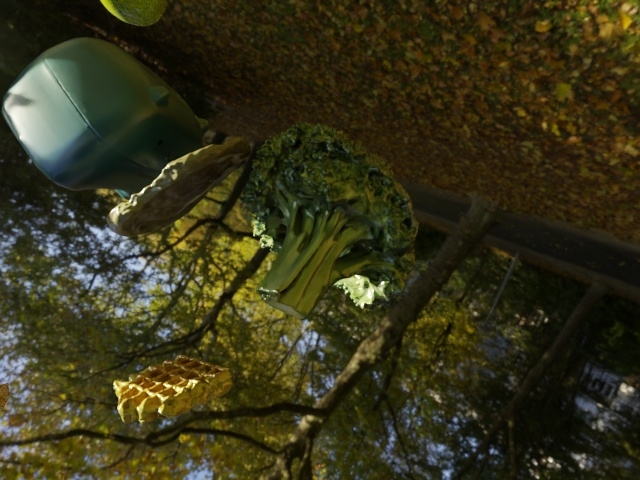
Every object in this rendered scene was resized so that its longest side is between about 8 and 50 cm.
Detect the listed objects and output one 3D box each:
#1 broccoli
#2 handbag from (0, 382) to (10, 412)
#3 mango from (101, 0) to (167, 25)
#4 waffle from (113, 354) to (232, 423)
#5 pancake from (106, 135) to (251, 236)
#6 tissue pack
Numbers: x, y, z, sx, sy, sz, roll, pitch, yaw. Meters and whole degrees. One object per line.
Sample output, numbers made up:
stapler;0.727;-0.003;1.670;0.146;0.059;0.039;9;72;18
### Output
broccoli;-0.002;-0.013;0.810;0.375;0.302;0.249;50;169;-31
handbag;-0.536;0.240;0.721;0.084;0.061;0.027;17;-139;-16
mango;-0.526;-0.697;1.221;0.143;0.175;0.293;51;-175;24
waffle;-0.346;0.321;1.001;0.230;0.057;0.219;1;-170;37
pancake;-0.202;-0.075;0.688;0.042;0.236;0.222;53;174;1
tissue pack;-0.317;-0.189;0.742;0.198;0.206;0.287;53;-177;5
